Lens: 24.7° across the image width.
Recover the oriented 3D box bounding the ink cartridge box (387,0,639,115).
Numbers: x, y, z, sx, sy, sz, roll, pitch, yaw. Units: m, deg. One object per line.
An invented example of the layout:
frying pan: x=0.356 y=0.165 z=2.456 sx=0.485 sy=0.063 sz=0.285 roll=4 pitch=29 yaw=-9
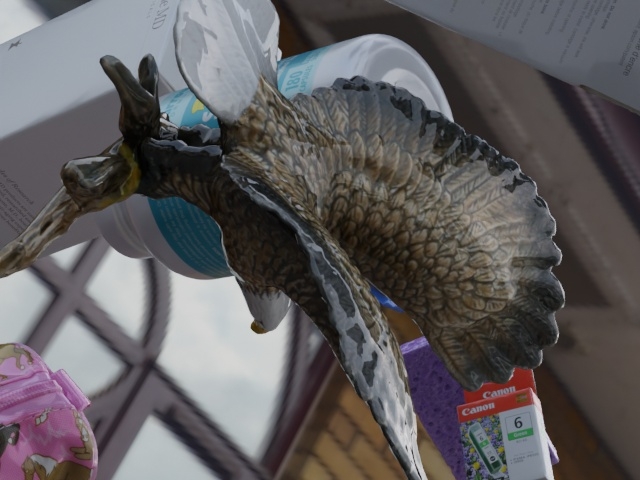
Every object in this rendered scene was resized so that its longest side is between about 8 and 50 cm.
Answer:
ink cartridge box: x=0.239 y=-0.316 z=1.398 sx=0.307 sy=0.304 sz=0.072 roll=27 pitch=12 yaw=12

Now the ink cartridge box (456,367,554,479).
ink cartridge box: x=0.140 y=0.143 z=1.132 sx=0.063 sy=0.115 sz=0.029 roll=-17 pitch=-35 yaw=17

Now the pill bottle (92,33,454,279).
pill bottle: x=-0.043 y=-0.051 z=1.064 sx=0.264 sy=0.146 sz=0.146 roll=-12 pitch=-48 yaw=34

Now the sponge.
sponge: x=0.172 y=0.190 z=1.655 sx=0.117 sy=0.031 sz=0.210 roll=-25 pitch=-69 yaw=14

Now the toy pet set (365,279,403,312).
toy pet set: x=0.055 y=0.024 z=1.582 sx=0.114 sy=0.122 sz=0.065 roll=32 pitch=-41 yaw=36

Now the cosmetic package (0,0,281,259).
cosmetic package: x=-0.238 y=-0.115 z=1.449 sx=0.365 sy=0.197 sz=0.155 roll=-21 pitch=-52 yaw=28

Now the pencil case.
pencil case: x=-0.356 y=0.204 z=1.119 sx=0.167 sy=0.386 sz=0.160 roll=4 pitch=-72 yaw=42

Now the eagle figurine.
eagle figurine: x=0.000 y=0.004 z=0.862 sx=0.298 sy=0.226 sz=0.225 roll=27 pitch=-7 yaw=13
